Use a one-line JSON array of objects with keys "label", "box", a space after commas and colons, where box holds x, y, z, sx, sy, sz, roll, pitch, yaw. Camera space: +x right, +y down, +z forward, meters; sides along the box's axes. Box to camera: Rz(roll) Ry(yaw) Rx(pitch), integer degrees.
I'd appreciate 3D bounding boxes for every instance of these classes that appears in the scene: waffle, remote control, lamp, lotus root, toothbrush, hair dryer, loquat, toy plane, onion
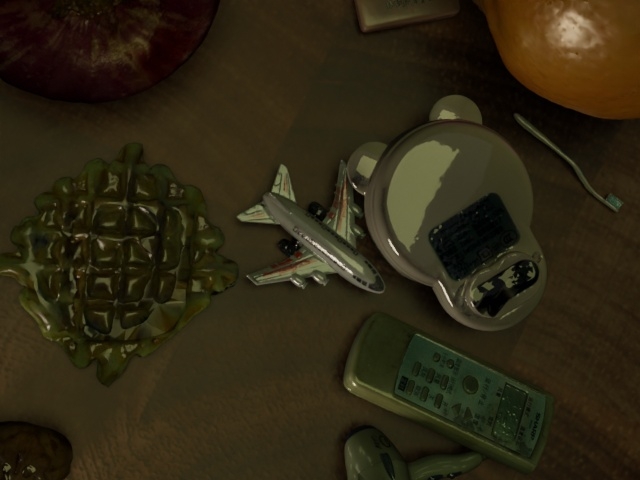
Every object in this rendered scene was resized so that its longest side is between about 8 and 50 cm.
[{"label": "waffle", "box": [-0.213, 0.017, 1.262, 0.223, 0.054, 0.204, -39, 92, -7]}, {"label": "remote control", "box": [0.139, 0.163, 1.296, 0.233, 0.038, 0.098, 26, 59, -6]}, {"label": "lamp", "box": [0.146, -0.019, 1.286, 0.179, 0.108, 0.246, -30, 93, -4]}, {"label": "lotus root", "box": [-0.326, 0.232, 1.209, 0.159, 0.135, 0.095, -34, 90, -22]}, {"label": "toothbrush", "box": [0.276, -0.087, 1.356, 0.162, 0.014, 0.017, 39, 97, -4]}, {"label": "hair dryer", "box": [0.128, 0.271, 1.261, 0.199, 0.067, 0.167, 4, 46, -13]}, {"label": "loquat", "box": [0.308, -0.281, 1.219, 0.328, 0.328, 0.329, 0, 86, -8]}, {"label": "toy plane", "box": [0.000, 0.000, 1.286, 0.171, 0.065, 0.162, 40, 82, -5]}, {"label": "onion", "box": [-0.232, -0.251, 1.202, 0.256, 0.272, 0.231, 25, 109, 1]}]

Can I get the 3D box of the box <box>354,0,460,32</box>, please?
[{"label": "box", "box": [0.096, -0.263, 1.336, 0.115, 0.025, 0.048, -11, 89, -9]}]
